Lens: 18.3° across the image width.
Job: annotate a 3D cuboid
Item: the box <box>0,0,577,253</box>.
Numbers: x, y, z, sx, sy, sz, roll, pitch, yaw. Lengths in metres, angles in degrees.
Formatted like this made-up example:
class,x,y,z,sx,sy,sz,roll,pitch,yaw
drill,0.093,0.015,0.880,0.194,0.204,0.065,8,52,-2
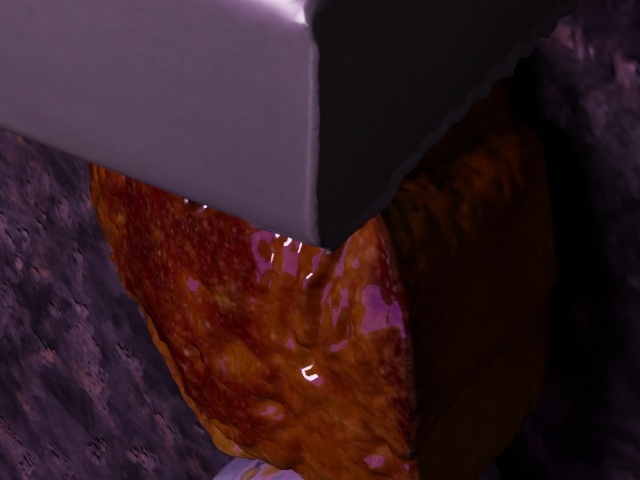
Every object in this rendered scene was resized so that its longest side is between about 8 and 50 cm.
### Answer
class,x,y,z,sx,sy,sz,roll,pitch,yaw
box,-0.007,-0.121,0.610,0.178,0.274,0.138,24,138,24

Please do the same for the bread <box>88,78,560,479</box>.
class,x,y,z,sx,sy,sz,roll,pitch,yaw
bread,-0.009,-0.009,0.808,0.232,0.135,0.247,27,137,42

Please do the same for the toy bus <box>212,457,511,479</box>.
class,x,y,z,sx,sy,sz,roll,pitch,yaw
toy bus,0.069,0.226,0.932,0.138,0.112,0.317,-11,108,53
